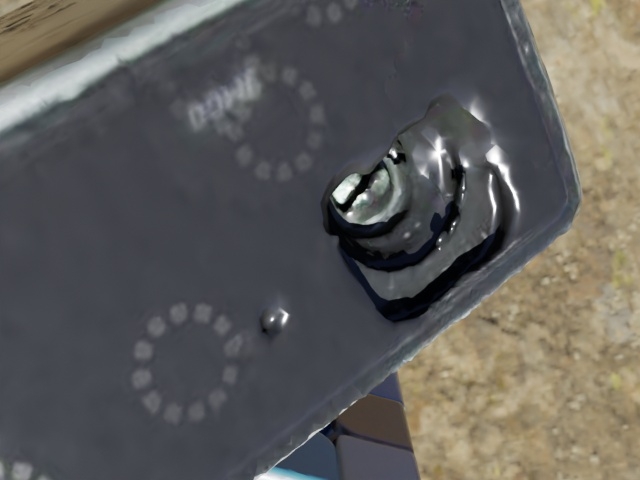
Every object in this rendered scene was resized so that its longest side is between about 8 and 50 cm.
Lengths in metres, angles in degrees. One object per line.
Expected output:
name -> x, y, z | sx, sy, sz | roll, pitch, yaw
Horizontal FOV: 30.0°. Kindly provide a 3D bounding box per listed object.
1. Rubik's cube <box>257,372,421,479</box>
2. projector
Rubik's cube -> -0.093, 0.337, 1.570 | 0.344, 0.347, 0.346 | 18, 24, -13
projector -> -0.128, -0.032, 0.713 | 0.395, 0.405, 0.242 | -36, 113, -26
